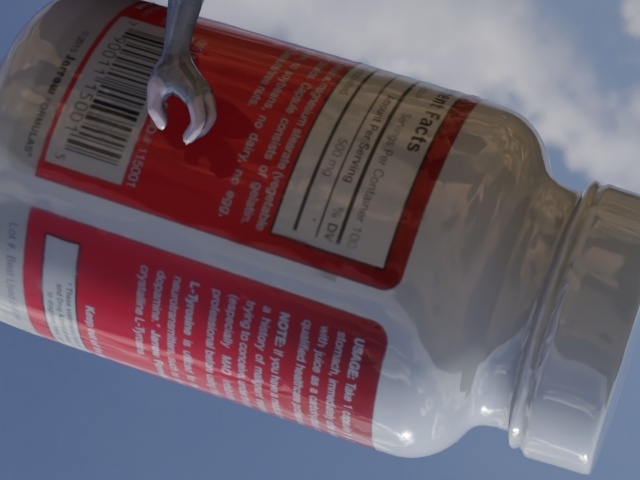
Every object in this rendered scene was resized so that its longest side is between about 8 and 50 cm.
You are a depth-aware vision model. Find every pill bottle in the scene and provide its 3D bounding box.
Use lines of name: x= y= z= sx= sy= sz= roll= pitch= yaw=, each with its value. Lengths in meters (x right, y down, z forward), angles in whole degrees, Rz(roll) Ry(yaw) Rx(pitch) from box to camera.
pill bottle: x=0.000 y=0.000 z=1.108 sx=0.407 sy=0.229 sz=0.229 roll=18 pitch=-153 yaw=12

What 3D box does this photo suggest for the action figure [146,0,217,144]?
action figure: x=-0.115 y=-0.236 z=1.008 sx=0.248 sy=0.276 sz=0.370 roll=29 pitch=-171 yaw=-11
